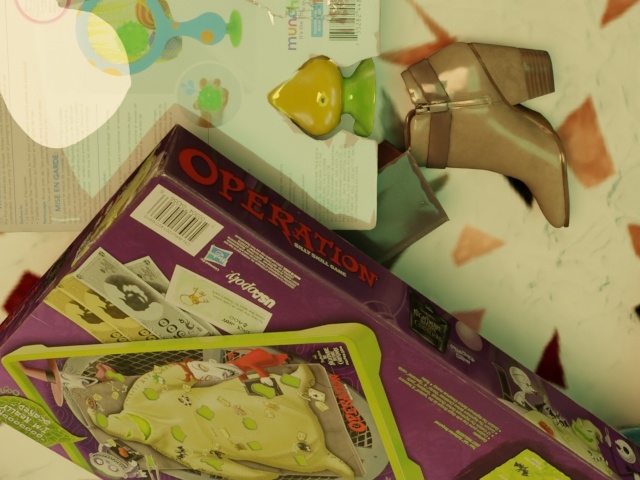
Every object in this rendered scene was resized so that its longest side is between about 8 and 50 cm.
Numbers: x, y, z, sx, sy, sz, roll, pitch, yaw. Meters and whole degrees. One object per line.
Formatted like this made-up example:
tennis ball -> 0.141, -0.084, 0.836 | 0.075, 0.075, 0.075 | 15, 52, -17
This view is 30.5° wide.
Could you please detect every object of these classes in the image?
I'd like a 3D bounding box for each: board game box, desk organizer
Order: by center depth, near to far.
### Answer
board game box -> 0.003, 0.107, 0.636 | 0.347, 0.056, 0.208 | 35, 122, -18
desk organizer -> 0.000, 0.000, 0.650 | 0.130, 0.050, 0.047 | -33, 108, -1

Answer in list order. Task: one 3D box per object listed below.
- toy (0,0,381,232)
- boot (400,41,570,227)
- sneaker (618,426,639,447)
toy -> -0.089, -0.075, 0.607 | 0.237, 0.056, 0.137 | 0, 101, -2
boot -> 0.092, -0.055, 0.663 | 0.087, 0.042, 0.118 | -12, 106, -1
sneaker -> 0.223, 0.187, 0.722 | 0.150, 0.135, 0.366 | 18, 100, 11
